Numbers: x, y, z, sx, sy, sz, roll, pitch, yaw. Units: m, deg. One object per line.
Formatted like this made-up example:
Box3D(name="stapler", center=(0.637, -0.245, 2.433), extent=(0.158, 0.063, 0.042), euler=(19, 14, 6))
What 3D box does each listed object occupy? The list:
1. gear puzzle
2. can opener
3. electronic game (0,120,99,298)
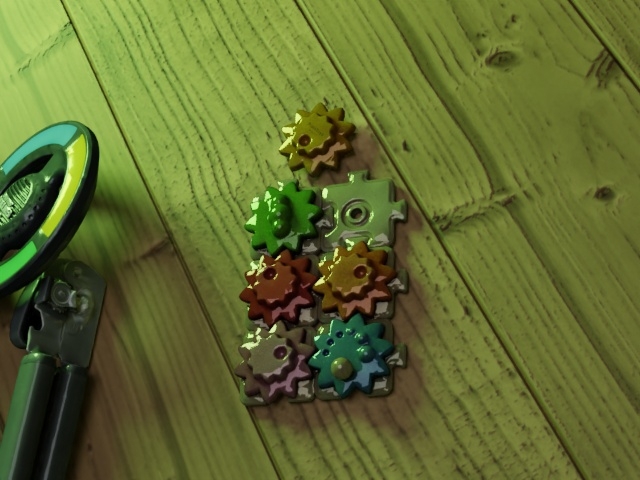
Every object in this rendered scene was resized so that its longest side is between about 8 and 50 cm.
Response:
Box3D(name="gear puzzle", center=(0.000, 0.000, 1.281), extent=(0.176, 0.044, 0.338), euler=(-6, 63, 17))
Box3D(name="can opener", center=(-0.292, 0.152, 1.310), extent=(0.095, 0.076, 0.283), euler=(-18, 55, 47))
Box3D(name="electronic game", center=(-0.324, -0.033, 1.369), extent=(0.229, 0.048, 0.229), euler=(-28, 42, 29))
